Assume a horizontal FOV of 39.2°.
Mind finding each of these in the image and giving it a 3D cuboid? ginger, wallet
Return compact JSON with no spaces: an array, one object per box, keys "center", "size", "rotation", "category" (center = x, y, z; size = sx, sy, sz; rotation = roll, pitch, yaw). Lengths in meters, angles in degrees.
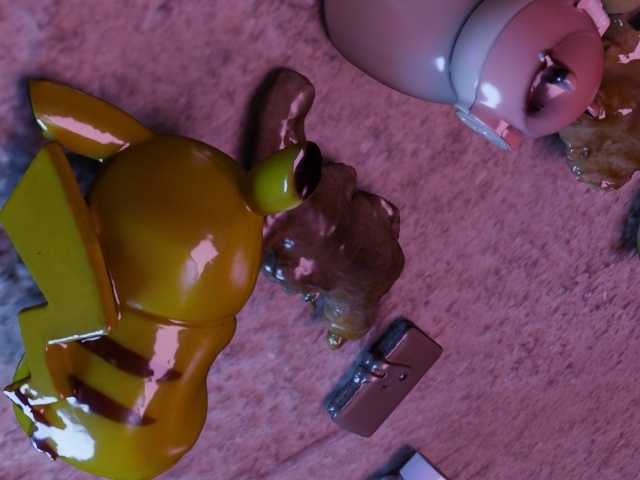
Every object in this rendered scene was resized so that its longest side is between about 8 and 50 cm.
[{"center":[0.001,0.001,0.861],"size":[0.166,0.080,0.333],"rotation":[-52,144,-13],"category":"ginger"},{"center":[0.320,-0.151,0.992],"size":[0.270,0.123,0.218],"rotation":[-10,121,-24],"category":"ginger"},{"center":[0.081,0.172,1.102],"size":[0.152,0.039,0.118],"rotation":[-49,142,3],"category":"wallet"}]

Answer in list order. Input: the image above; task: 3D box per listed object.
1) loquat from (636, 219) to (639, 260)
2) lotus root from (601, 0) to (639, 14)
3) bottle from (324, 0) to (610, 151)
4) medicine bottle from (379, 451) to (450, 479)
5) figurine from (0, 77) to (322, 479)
[{"center":[0.523,-0.012,1.253],"size":[0.152,0.152,0.195],"rotation":[-8,113,-37],"category":"loquat"},{"center":[0.281,-0.306,0.827],"size":[0.118,0.125,0.221],"rotation":[-24,144,-8],"category":"lotus root"},{"center":[0.123,-0.164,0.714],"size":[0.148,0.236,0.147],"rotation":[-23,135,-26],"category":"bottle"},{"center":[0.072,0.409,1.240],"size":[0.260,0.095,0.095],"rotation":[-45,140,-2],"category":"medicine bottle"},{"center":[-0.147,0.033,0.701],"size":[0.169,0.218,0.326],"rotation":[-54,167,-78],"category":"figurine"}]
